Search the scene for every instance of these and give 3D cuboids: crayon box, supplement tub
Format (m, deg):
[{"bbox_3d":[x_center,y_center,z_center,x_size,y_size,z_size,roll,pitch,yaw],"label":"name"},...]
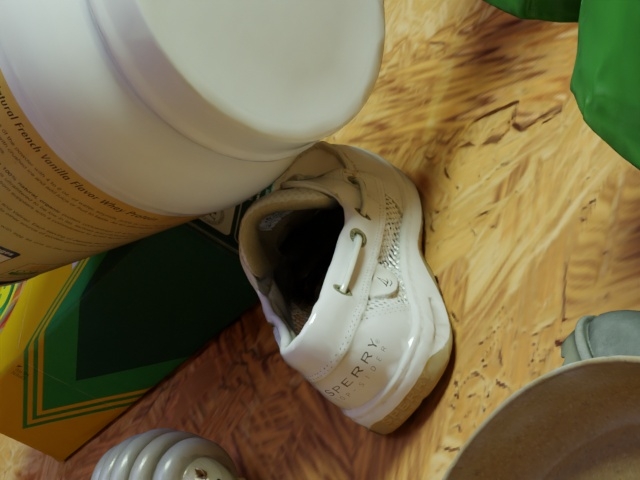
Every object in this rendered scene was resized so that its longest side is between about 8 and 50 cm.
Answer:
[{"bbox_3d":[-0.132,-0.054,1.240,0.313,0.106,0.363,-38,31,40],"label":"crayon box"},{"bbox_3d":[-0.140,-0.109,0.933,0.316,0.228,0.228,-17,45,43],"label":"supplement tub"}]

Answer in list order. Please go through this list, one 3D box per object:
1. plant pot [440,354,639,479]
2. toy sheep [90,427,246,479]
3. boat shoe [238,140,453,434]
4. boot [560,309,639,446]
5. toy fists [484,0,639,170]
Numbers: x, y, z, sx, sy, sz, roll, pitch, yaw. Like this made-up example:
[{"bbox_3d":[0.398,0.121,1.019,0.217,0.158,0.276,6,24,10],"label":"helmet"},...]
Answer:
[{"bbox_3d":[0.100,0.156,0.506,0.236,0.032,0.236,-23,62,54],"label":"plant pot"},{"bbox_3d":[-0.095,0.155,0.932,0.132,0.091,0.091,-7,53,40],"label":"toy sheep"},{"bbox_3d":[0.000,0.000,0.910,0.098,0.096,0.277,-53,23,15],"label":"boat shoe"},{"bbox_3d":[0.190,0.010,0.532,0.208,0.076,0.189,-60,36,15],"label":"boot"},{"bbox_3d":[0.125,-0.137,0.587,0.279,0.096,0.142,-116,23,-54],"label":"toy fists"}]
